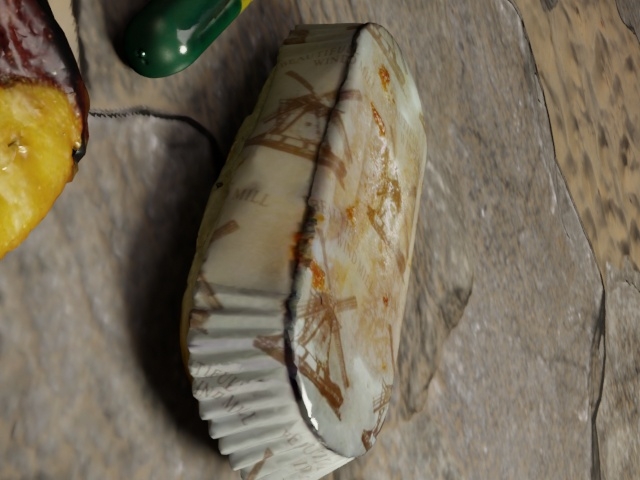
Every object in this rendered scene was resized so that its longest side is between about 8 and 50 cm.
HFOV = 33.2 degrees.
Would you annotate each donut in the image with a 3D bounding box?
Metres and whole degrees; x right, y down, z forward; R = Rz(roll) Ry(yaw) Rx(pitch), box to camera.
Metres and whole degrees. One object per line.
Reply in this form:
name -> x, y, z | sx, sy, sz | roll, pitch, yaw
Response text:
donut -> -0.137, -0.055, 0.335 | 0.140, 0.059, 0.141 | 28, 57, -54

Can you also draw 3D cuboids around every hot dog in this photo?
hot dog -> 0.000, 0.000, 0.538 | 0.144, 0.075, 0.268 | 60, 31, -36

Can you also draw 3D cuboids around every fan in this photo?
fan -> -0.043, -0.131, 0.515 | 0.039, 0.082, 0.155 | 56, 47, -27
